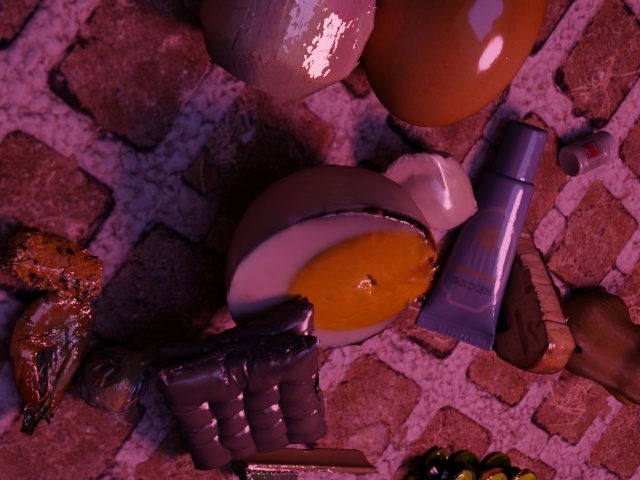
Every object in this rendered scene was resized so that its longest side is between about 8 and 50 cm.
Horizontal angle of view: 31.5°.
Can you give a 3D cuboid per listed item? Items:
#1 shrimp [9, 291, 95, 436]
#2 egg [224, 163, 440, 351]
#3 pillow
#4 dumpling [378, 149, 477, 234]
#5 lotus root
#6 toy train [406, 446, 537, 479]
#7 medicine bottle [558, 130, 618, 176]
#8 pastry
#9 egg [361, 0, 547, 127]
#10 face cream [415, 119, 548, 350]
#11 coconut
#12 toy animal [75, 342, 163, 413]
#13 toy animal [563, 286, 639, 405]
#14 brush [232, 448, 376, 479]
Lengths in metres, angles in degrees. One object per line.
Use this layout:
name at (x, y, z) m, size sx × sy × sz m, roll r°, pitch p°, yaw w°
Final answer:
shrimp at (-0.374, 0.162, 1.529) m, size 0.115 × 0.051 × 0.217 m, roll 13°, pitch 102°, yaw -35°
egg at (0.000, 0.000, 1.624) m, size 0.337 × 0.201 × 0.337 m, roll -12°, pitch 142°, yaw -10°
pillow at (-0.101, 0.223, 1.634) m, size 0.228 × 0.101 × 0.326 m, roll -14°, pitch 144°, yaw -5°
dumpling at (0.160, -0.069, 1.773) m, size 0.151 × 0.124 × 0.229 m, roll -22°, pitch 143°, yaw 20°
lotus root at (0.339, 0.114, 1.949) m, size 0.074 × 0.260 × 0.170 m, roll 5°, pitch 140°, yaw -37°
toy train at (0.282, 0.477, 2.127) m, size 0.296 × 0.100 × 0.160 m, roll 14°, pitch 104°, yaw -39°
medicine bottle at (0.469, -0.152, 1.988) m, size 0.091 × 0.058 × 0.058 m, roll -24°, pitch 124°, yaw -25°
pastry at (-0.347, 0.031, 1.475) m, size 0.056 × 0.080 × 0.140 m, roll -28°, pitch 135°, yaw 31°
egg at (0.178, -0.312, 1.574) m, size 0.250 × 0.250 × 0.322 m, roll 4°, pitch 117°, yaw -37°
face cream at (0.285, -0.011, 1.900) m, size 0.136 × 0.086 × 0.385 m, roll 19°, pitch 102°, yaw 4°
coconut at (-0.033, -0.309, 1.444) m, size 0.227 × 0.227 × 0.230 m, roll 12°, pitch 114°, yaw -39°
toy animal at (-0.272, 0.190, 1.585) m, size 0.137 × 0.098 × 0.098 m, roll -23°, pitch 125°, yaw -3°
toy animal at (0.591, 0.233, 2.084) m, size 0.180 × 0.363 × 0.181 m, roll 8°, pitch 110°, yaw -54°
brush at (-0.027, 0.376, 1.884) m, size 0.282 × 0.054 × 0.048 m, roll 8°, pitch 115°, yaw -38°
